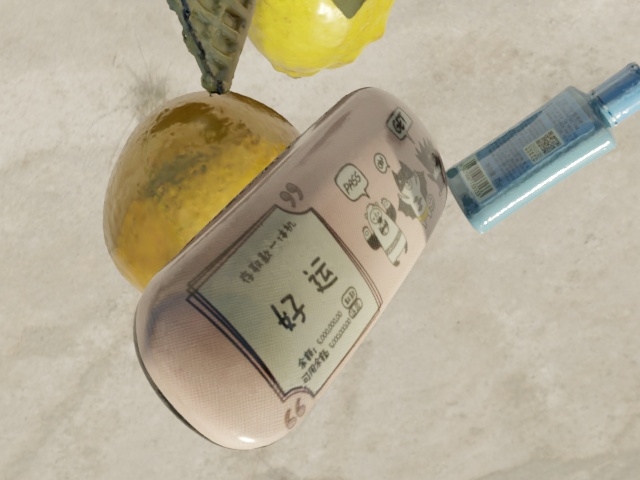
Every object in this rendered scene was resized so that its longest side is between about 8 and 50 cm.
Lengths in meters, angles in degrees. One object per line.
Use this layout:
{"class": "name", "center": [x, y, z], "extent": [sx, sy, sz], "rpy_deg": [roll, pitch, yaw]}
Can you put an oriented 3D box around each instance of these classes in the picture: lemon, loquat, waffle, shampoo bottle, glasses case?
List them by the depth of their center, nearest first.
{"class": "glasses case", "center": [0.000, 0.000, 0.482], "extent": [0.122, 0.314, 0.075], "rpy_deg": [50, 137, -10]}
{"class": "waffle", "center": [-0.104, -0.182, 0.514], "extent": [0.153, 0.023, 0.097], "rpy_deg": [36, 67, -51]}
{"class": "loquat", "center": [-0.096, -0.034, 0.656], "extent": [0.208, 0.208, 0.208], "rpy_deg": [-5, 123, -8]}
{"class": "shampoo bottle", "center": [0.277, -0.116, 0.867], "extent": [0.258, 0.103, 0.061], "rpy_deg": [-35, 138, 19]}
{"class": "lemon", "center": [-0.009, -0.406, 1.086], "extent": [0.285, 0.285, 0.316], "rpy_deg": [19, 101, -22]}
